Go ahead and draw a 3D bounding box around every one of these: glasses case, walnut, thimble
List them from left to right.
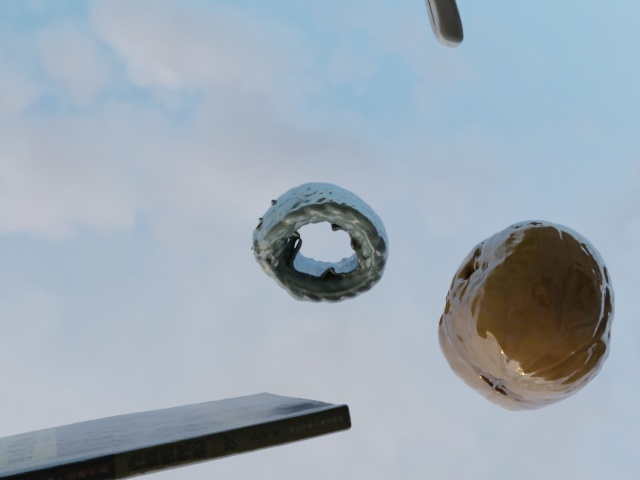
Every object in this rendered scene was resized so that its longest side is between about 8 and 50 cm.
[{"bbox_3d":[0.000,0.000,1.140,0.250,0.204,0.172,7,-158,-1],"label":"thimble"},{"bbox_3d":[0.251,-0.467,1.269,0.063,0.041,0.164,0,-111,-25],"label":"glasses case"},{"bbox_3d":[0.238,0.082,0.720,0.196,0.195,0.221,25,-123,-2],"label":"walnut"}]

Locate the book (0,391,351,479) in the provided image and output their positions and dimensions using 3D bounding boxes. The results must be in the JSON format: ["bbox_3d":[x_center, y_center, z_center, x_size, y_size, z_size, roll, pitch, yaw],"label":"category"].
[{"bbox_3d":[-0.115,0.126,0.387,0.229,0.160,0.024,-4,-99,-23],"label":"book"}]
